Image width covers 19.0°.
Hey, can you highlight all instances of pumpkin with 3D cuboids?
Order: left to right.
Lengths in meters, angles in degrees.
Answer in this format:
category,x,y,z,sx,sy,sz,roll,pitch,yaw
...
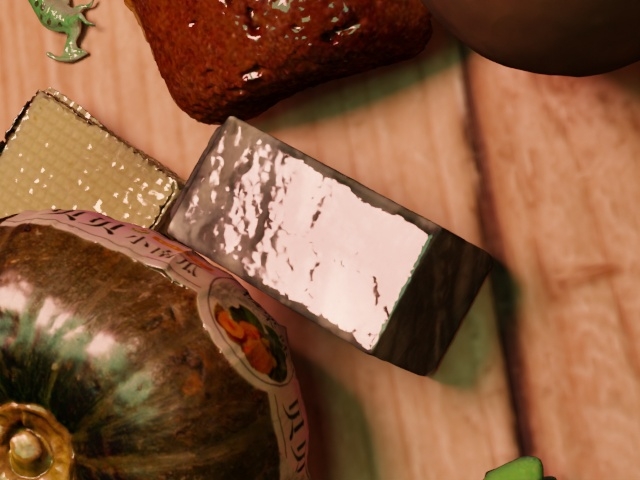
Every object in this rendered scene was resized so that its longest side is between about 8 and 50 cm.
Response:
category,x,y,z,sx,sy,sz,roll,pitch,yaw
pumpkin,-0.136,0.110,1.159,0.260,0.189,0.260,2,98,18

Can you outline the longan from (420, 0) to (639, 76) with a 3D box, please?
category,x,y,z,sx,sy,sz,roll,pitch,yaw
longan,0.149,-0.236,1.055,0.300,0.243,0.300,-1,109,-4

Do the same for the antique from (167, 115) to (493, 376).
category,x,y,z,sx,sy,sz,roll,pitch,yaw
antique,0.000,0.000,1.167,0.183,0.088,0.086,30,91,30

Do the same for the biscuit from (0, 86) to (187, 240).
category,x,y,z,sx,sy,sz,roll,pitch,yaw
biscuit,-0.194,0.034,1.285,0.147,0.046,0.250,31,92,29

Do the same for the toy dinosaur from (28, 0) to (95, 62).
category,x,y,z,sx,sy,sz,roll,pitch,yaw
toy dinosaur,-0.191,-0.157,1.346,0.083,0.021,0.062,6,93,28

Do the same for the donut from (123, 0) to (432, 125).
category,x,y,z,sx,sy,sz,roll,pitch,yaw
donut,-0.031,-0.150,1.199,0.186,0.144,0.126,-19,90,-4

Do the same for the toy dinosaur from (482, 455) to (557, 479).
category,x,y,z,sx,sy,sz,roll,pitch,yaw
toy dinosaur,0.312,0.125,0.976,0.500,0.144,0.374,-48,49,6
